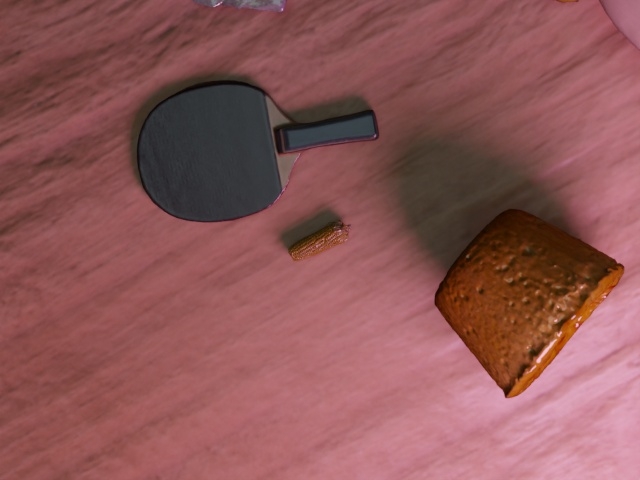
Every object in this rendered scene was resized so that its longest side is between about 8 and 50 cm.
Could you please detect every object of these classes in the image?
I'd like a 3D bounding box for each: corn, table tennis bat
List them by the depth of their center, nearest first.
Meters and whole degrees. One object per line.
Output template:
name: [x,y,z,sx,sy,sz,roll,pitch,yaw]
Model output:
corn: [0.000,0.000,1.307,0.083,0.028,0.027,-25,48,8]
table tennis bat: [-0.080,-0.117,1.311,0.301,0.022,0.173,-10,92,8]

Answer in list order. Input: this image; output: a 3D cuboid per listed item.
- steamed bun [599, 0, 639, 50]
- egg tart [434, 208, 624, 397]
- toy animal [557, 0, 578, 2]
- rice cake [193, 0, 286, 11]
steamed bun: [0.464,-0.346,1.124,0.375,0.241,0.374,1,96,10]
egg tart: [0.226,0.064,1.218,0.147,0.202,0.202,40,98,17]
toy animal: [0.216,-0.349,1.237,0.181,0.073,0.136,7,102,3]
rice cake: [-0.081,-0.392,1.280,0.127,0.043,0.237,5,96,5]
